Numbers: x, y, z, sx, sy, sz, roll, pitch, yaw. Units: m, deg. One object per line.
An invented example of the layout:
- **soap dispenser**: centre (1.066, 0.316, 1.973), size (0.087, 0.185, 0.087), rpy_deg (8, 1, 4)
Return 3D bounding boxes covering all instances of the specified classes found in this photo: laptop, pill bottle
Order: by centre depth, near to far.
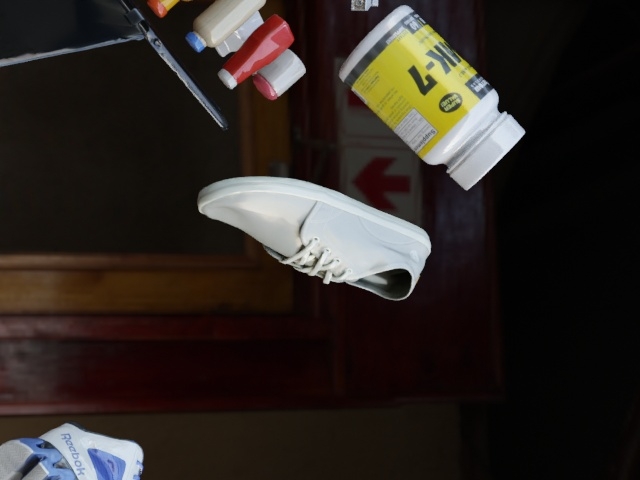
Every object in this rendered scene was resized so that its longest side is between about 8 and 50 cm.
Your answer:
- **pill bottle**: centre (0.133, -0.166, 1.432), size (0.208, 0.119, 0.119), rpy_deg (44, -26, 1)
- **laptop**: centre (-0.395, -0.316, 1.821), size (0.382, 0.236, 0.408), rpy_deg (53, 2, 35)

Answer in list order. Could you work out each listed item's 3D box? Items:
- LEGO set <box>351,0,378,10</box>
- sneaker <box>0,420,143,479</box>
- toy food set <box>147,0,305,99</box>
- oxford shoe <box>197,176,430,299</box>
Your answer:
- **LEGO set**: centre (0.095, -0.395, 1.500), size (0.093, 0.087, 0.227), rpy_deg (-15, 108, -69)
- **sneaker**: centre (-0.302, 0.379, 1.733), size (0.127, 0.182, 0.315), rpy_deg (-36, -92, 39)
- **toy food set**: centre (-0.101, -0.227, 1.408), size (0.111, 0.104, 0.232), rpy_deg (42, -10, 30)
- **oxford shoe**: centre (0.000, 0.000, 2.039), size (0.169, 0.449, 0.130), rpy_deg (-23, -125, 52)
